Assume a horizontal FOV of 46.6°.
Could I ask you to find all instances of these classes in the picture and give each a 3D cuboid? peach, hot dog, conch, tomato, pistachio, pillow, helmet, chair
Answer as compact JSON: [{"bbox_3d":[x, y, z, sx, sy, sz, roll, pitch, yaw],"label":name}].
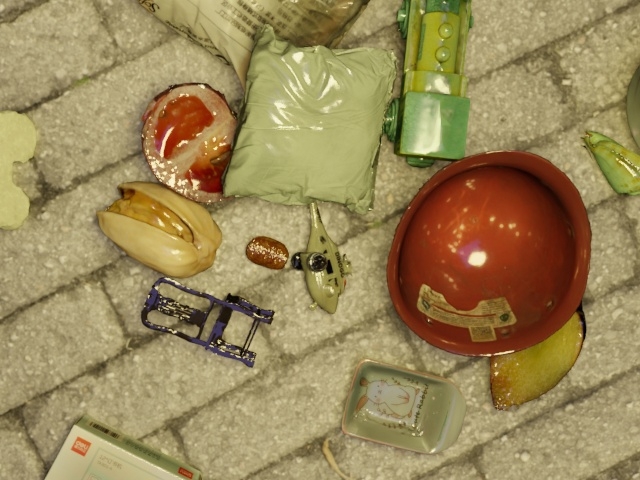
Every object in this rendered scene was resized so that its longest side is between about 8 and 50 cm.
[{"bbox_3d":[0.409,0.205,1.454,0.189,0.068,0.279,36,88,-13],"label":"peach"},{"bbox_3d":[-0.101,0.024,1.429,0.083,0.035,0.058,20,91,-4],"label":"hot dog"},{"bbox_3d":[0.572,-0.149,1.426,0.170,0.106,0.079,41,89,0],"label":"conch"},{"bbox_3d":[-0.232,-0.167,1.362,0.199,0.112,0.228,-44,105,-21],"label":"tomato"},{"bbox_3d":[-0.294,-0.022,1.365,0.229,0.157,0.157,29,91,3],"label":"pistachio"},{"bbox_3d":[-0.009,-0.204,1.302,0.283,0.138,0.310,9,105,-16],"label":"pillow"},{"bbox_3d":[0.291,-0.005,1.343,0.338,0.230,0.385,6,111,3],"label":"helmet"},{"bbox_3d":[-0.209,0.143,1.389,0.229,0.113,0.106,24,90,-5],"label":"chair"}]

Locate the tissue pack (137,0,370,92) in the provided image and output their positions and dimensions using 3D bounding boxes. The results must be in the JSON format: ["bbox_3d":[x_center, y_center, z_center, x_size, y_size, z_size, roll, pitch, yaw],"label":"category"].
[{"bbox_3d":[-0.105,-0.466,1.316,0.375,0.195,0.390,39,103,-8],"label":"tissue pack"}]

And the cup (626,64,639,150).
[{"bbox_3d":[0.713,-0.251,1.385,0.347,0.163,0.347,1,84,-12],"label":"cup"}]

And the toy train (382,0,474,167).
[{"bbox_3d":[0.204,-0.317,1.330,0.150,0.237,0.369,6,92,-2],"label":"toy train"}]

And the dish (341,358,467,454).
[{"bbox_3d":[0.164,0.322,1.445,0.234,0.064,0.154,15,92,-3],"label":"dish"}]

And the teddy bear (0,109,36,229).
[{"bbox_3d":[-0.781,-0.163,1.349,0.362,0.375,0.327,10,94,38],"label":"teddy bear"}]

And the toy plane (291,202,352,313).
[{"bbox_3d":[0.000,0.000,1.413,0.108,0.092,0.286,-15,95,-24],"label":"toy plane"}]

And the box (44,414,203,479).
[{"bbox_3d":[-0.372,0.455,1.413,0.269,0.079,0.135,28,92,-4],"label":"box"}]
